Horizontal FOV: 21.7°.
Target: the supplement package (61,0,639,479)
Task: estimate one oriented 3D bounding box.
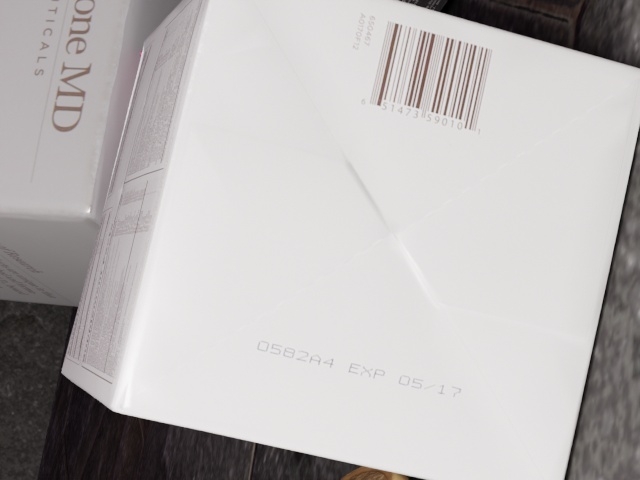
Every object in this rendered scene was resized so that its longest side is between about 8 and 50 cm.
[{"bbox_3d":[0.000,0.000,0.820,0.262,0.199,0.198,174,109,-76],"label":"supplement package"}]

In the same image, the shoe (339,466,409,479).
[{"bbox_3d":[0.011,0.186,0.930,0.076,0.058,0.219,-61,6,-35],"label":"shoe"}]

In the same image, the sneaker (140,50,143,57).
[{"bbox_3d":[-0.058,-0.097,1.376,0.252,0.111,0.103,56,166,42],"label":"sneaker"}]

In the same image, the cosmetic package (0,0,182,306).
[{"bbox_3d":[-0.309,-0.135,1.616,0.327,0.393,0.329,51,-134,-66],"label":"cosmetic package"}]

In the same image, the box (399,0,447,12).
[{"bbox_3d":[0.000,-0.177,1.190,0.307,0.076,0.242,-53,25,40],"label":"box"}]
